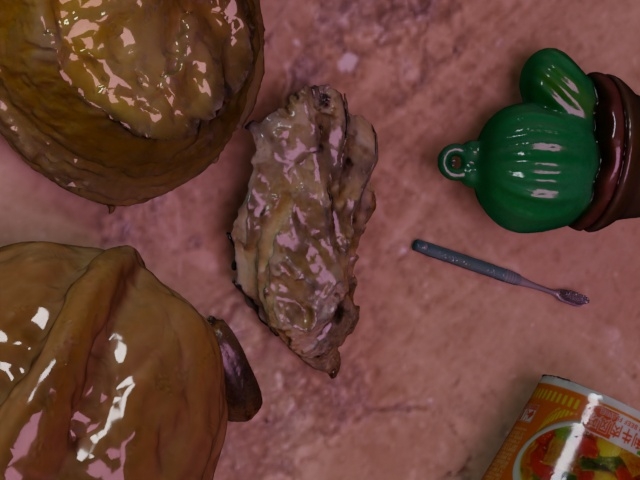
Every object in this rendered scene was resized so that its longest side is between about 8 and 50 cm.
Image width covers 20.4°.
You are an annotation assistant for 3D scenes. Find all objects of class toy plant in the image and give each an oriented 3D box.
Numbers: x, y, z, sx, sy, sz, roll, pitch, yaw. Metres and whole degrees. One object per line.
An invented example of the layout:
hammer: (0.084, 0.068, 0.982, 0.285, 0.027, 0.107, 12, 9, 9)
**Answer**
toy plant: (0.188, -0.073, 1.345, 0.200, 0.105, 0.143, 7, 90, -14)

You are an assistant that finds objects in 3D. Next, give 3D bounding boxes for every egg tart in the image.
egg tart: (-0.133, -0.140, 1.189, 0.232, 0.098, 0.252, -14, 103, -25)

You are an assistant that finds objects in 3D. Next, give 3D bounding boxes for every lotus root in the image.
lotus root: (-0.070, 0.098, 1.301, 0.037, 0.030, 0.083, -28, 111, -16)

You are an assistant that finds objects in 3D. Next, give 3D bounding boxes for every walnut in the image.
walnut: (-0.177, 0.119, 1.154, 0.224, 0.257, 0.257, 22, 92, 5)

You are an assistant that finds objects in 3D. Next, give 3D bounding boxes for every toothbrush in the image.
toothbrush: (0.143, 0.026, 1.391, 0.167, 0.014, 0.011, 19, 76, -26)

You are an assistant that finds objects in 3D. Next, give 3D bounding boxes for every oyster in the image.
oyster: (-0.005, -0.005, 1.276, 0.133, 0.072, 0.209, 11, 104, -40)

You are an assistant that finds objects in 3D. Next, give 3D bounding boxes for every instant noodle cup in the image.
instant noodle cup: (0.188, 0.210, 1.382, 0.168, 0.168, 0.185, 29, 80, -27)
